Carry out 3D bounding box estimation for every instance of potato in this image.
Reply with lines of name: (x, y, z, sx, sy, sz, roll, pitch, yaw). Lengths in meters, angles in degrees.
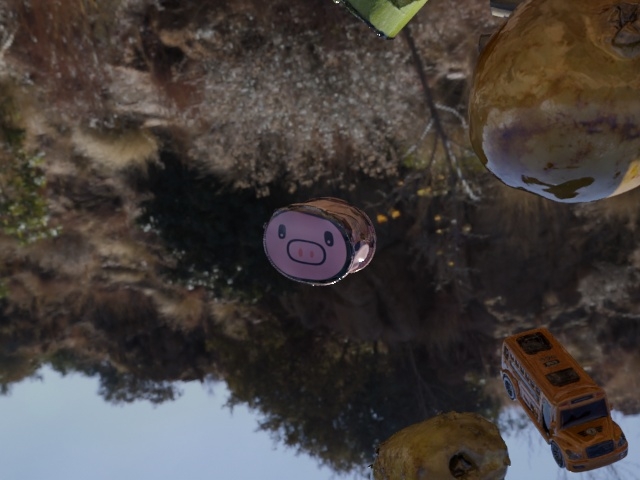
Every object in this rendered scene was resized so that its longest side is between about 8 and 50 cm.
potato: (0.194, 0.390, 1.187, 0.300, 0.140, 0.173, -33, -162, 46)

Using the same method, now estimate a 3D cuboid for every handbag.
handbag: (-0.001, 0.001, 1.392, 0.205, 0.179, 0.116, 10, -157, 21)

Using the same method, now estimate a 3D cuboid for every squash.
squash: (0.071, -0.408, 1.007, 0.133, 0.220, 0.220, -36, 171, 31)

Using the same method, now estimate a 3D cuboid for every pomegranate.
pomegranate: (0.269, -0.153, 0.707, 0.248, 0.248, 0.248, -14, -177, 1)

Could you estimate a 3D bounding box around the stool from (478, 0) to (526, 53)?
stool: (0.409, -0.345, 1.277, 0.179, 0.272, 0.272, 1, -171, 25)

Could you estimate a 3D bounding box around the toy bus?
toy bus: (0.303, 0.197, 0.873, 0.083, 0.088, 0.194, -15, -151, -7)
